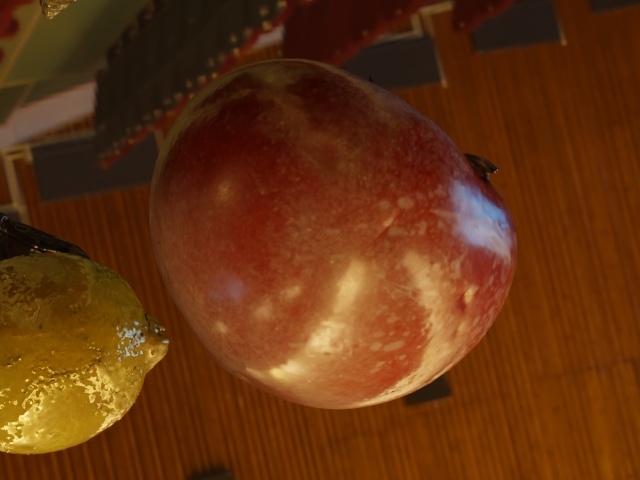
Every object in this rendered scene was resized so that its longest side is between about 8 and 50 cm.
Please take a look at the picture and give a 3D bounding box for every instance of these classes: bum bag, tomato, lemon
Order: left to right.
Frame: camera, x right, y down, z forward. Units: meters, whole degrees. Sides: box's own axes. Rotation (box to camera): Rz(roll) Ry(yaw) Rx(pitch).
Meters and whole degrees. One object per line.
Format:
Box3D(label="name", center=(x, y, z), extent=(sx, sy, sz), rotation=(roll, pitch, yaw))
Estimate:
Box3D(label="bum bag", center=(-0.345, 0.007, 1.235), extent=(0.060, 0.233, 0.106), rotation=(-78, -165, -53))
Box3D(label="lemon", center=(-0.232, 0.094, 1.060), extent=(0.206, 0.173, 0.173), rotation=(-6, 176, -7))
Box3D(label="tomato", center=(0.000, 0.000, 0.892), extent=(0.227, 0.270, 0.270), rotation=(-55, 180, -5))

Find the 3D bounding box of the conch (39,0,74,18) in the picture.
Box3D(label="conch", center=(-0.162, -0.269, 0.991), extent=(0.234, 0.114, 0.137), rotation=(-44, -178, 15))
